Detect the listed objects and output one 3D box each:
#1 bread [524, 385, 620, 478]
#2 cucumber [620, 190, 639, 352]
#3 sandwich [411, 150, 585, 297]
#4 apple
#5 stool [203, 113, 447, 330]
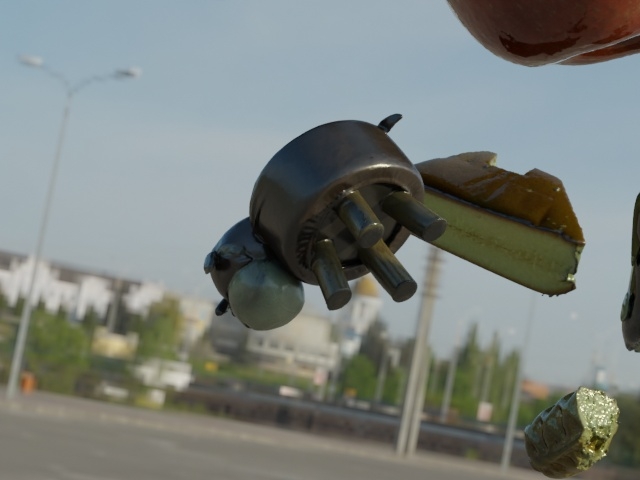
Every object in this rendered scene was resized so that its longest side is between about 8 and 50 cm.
[{"bbox_3d":[0.229,0.181,1.555,0.066,0.060,0.110,42,-38,0],"label":"bread"},{"bbox_3d":[0.355,0.039,1.749,0.086,0.193,0.115,-1,14,-13],"label":"cucumber"},{"bbox_3d":[0.174,-0.024,1.674,0.244,0.090,0.088,23,42,33],"label":"sandwich"},{"bbox_3d":[0.263,-0.314,1.598,0.348,0.277,0.348,-13,-3,-1],"label":"apple"},{"bbox_3d":[0.000,0.000,1.281,0.125,0.217,0.121,30,22,-53],"label":"stool"}]
